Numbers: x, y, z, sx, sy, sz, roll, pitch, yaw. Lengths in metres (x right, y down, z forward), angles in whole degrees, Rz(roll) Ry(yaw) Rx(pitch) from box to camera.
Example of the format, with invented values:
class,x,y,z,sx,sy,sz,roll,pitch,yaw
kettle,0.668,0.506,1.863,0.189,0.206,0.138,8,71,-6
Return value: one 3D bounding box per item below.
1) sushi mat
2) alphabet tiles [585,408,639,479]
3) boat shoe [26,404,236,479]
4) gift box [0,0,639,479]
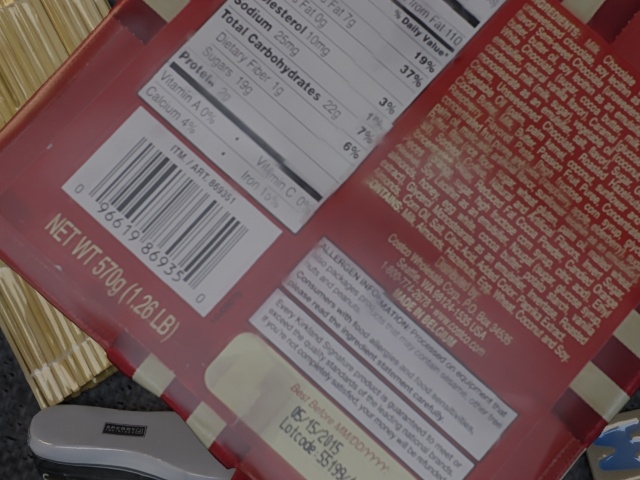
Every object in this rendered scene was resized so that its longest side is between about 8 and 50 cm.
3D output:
class,x,y,z,sx,sy,sz,roll,pitch,yaw
sushi mat,-0.174,-0.070,0.575,0.151,0.019,0.316,-28,86,3
alphabet tiles,0.262,0.187,0.481,0.198,0.009,0.237,-12,62,5
boat shoe,-0.101,0.128,0.552,0.142,0.049,0.040,9,122,4
gift box,0.000,0.000,0.434,0.276,0.258,0.255,-44,85,-6
